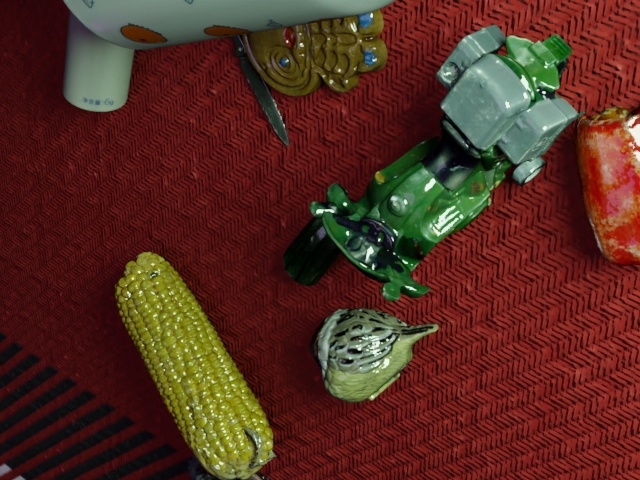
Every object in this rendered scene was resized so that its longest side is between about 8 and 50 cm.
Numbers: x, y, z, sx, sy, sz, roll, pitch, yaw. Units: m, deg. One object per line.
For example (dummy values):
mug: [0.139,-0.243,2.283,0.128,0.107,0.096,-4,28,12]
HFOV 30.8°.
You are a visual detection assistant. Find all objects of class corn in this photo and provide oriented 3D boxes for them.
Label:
corn: [-0.154,0.149,1.366,0.293,0.106,0.106,57,137,6]

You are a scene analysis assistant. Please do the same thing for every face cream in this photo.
face cream: [-0.230,-0.262,1.250,0.077,0.077,0.250,38,132,25]

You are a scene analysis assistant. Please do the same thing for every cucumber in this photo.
cucumber: [0.000,0.000,1.181,0.048,0.048,0.105,49,133,14]

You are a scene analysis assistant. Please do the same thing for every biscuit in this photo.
biscuit: [-0.013,-0.197,1.109,0.175,0.026,0.124,9,116,42]

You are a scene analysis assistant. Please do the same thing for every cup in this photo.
cup: [-0.061,-0.280,0.977,0.317,0.212,0.212,2,111,43]

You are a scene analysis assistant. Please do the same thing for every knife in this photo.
knife: [-0.070,-0.173,1.189,0.023,0.010,0.170,-22,95,47]

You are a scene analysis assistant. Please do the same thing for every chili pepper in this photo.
chili pepper: [0.242,-0.042,0.907,0.070,0.073,0.123,-149,42,-72]

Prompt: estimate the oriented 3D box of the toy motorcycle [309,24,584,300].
toy motorcycle: [0.099,-0.056,0.954,0.124,0.187,0.274,49,135,15]

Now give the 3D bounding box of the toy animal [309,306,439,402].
toy animal: [0.048,0.099,1.154,0.098,0.098,0.137,51,120,13]

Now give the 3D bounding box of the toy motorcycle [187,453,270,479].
toy motorcycle: [-0.090,0.349,1.419,0.212,0.084,0.118,42,125,15]
